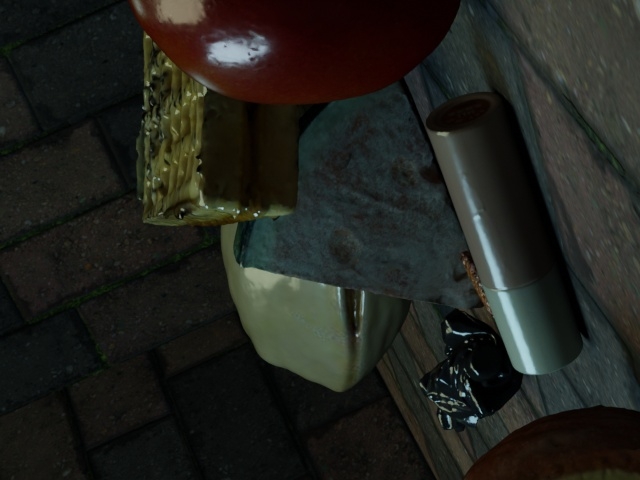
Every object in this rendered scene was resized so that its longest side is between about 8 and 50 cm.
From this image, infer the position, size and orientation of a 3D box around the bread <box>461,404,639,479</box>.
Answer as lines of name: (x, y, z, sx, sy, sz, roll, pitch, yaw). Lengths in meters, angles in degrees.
bread: (0.200, 0.240, 1.417, 0.123, 0.244, 0.190, -22, -86, -83)

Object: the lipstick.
lipstick: (0.163, -0.003, 1.530, 0.070, 0.070, 0.254, -122, 9, -63)

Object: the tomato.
tomato: (-0.016, -0.240, 1.344, 0.226, 0.298, 0.299, -7, 113, 44)

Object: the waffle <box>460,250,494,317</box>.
waffle: (0.181, 0.048, 1.905, 0.075, 0.029, 0.083, -116, 0, -67)

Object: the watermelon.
watermelon: (0.028, -0.016, 2.033, 0.283, 0.250, 0.293, 60, -172, -77)

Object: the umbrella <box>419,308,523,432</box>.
umbrella: (0.177, 0.155, 2.070, 0.272, 0.110, 0.122, 88, -171, -78)

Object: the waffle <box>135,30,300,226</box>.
waffle: (-0.116, -0.146, 1.830, 0.376, 0.114, 0.261, 176, 92, -76)

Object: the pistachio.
pistachio: (0.000, 0.000, 2.467, 0.365, 0.281, 0.445, -121, 24, -61)
